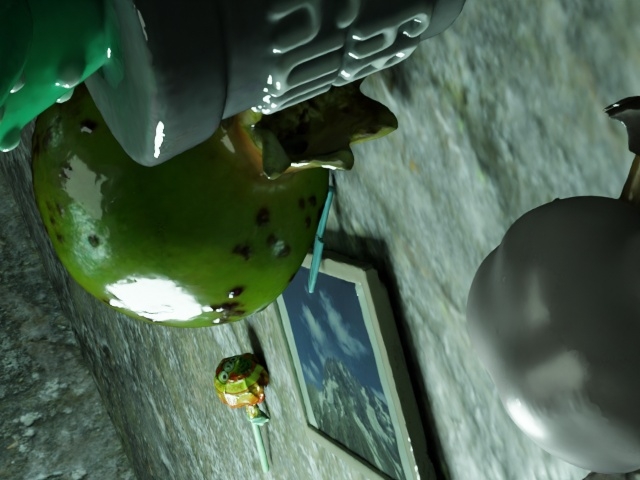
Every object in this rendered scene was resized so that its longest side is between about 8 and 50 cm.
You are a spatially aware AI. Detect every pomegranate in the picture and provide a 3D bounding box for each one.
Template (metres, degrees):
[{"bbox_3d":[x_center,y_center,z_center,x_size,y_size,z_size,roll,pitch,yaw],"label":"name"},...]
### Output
[{"bbox_3d":[-0.077,-0.041,0.790,0.286,0.231,0.231,23,130,52],"label":"pomegranate"}]

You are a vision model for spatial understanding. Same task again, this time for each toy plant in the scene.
[{"bbox_3d":[-0.126,-0.110,0.538,0.279,0.400,0.185,46,151,51],"label":"toy plant"}]

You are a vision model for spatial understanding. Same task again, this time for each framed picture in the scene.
[{"bbox_3d":[0.016,0.101,0.951,0.281,0.019,0.209,9,116,70],"label":"framed picture"}]

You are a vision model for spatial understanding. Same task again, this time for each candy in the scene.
[{"bbox_3d":[-0.077,0.202,1.284,0.060,0.060,0.201,52,161,43],"label":"candy"}]

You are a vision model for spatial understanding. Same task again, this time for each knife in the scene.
[{"bbox_3d":[0.000,0.000,0.872,0.014,0.005,0.091,-119,36,-56],"label":"knife"}]

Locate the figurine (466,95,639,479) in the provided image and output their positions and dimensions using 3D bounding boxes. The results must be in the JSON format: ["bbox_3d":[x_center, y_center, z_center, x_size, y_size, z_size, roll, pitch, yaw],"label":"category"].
[{"bbox_3d":[0.129,0.061,0.461,0.137,0.112,0.229,11,129,63],"label":"figurine"}]
